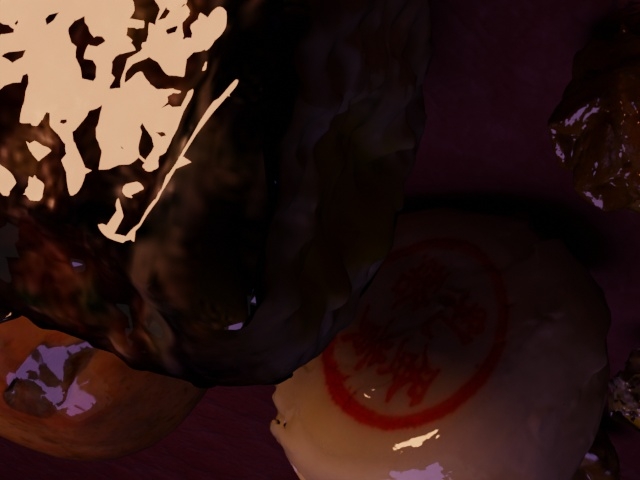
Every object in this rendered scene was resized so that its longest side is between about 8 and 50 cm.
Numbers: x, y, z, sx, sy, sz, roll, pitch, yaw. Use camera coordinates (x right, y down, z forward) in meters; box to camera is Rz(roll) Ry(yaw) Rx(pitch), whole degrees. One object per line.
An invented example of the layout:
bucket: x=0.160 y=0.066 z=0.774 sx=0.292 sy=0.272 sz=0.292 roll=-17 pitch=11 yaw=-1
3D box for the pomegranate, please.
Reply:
pomegranate: x=-0.194 y=0.036 z=1.108 sx=0.281 sy=0.281 sz=0.281 roll=18 pitch=155 yaw=9

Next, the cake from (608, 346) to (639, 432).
cake: x=0.304 y=0.140 z=1.156 sx=0.185 sy=0.079 sz=0.116 roll=16 pitch=169 yaw=-12

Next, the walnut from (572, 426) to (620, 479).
walnut: x=0.194 y=0.180 z=1.301 sx=0.170 sy=0.069 sz=0.143 roll=31 pitch=152 yaw=-22

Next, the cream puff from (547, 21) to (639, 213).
cream puff: x=0.180 y=-0.068 z=0.777 sx=0.116 sy=0.122 sz=0.094 roll=42 pitch=168 yaw=42

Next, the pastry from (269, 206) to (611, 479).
pastry: x=0.085 y=0.095 z=1.021 sx=0.265 sy=0.264 sz=0.133 roll=-1 pitch=149 yaw=40

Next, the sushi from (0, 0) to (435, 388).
sushi: x=-0.097 y=-0.072 z=0.772 sx=0.294 sy=0.281 sz=0.299 roll=13 pitch=170 yaw=18
